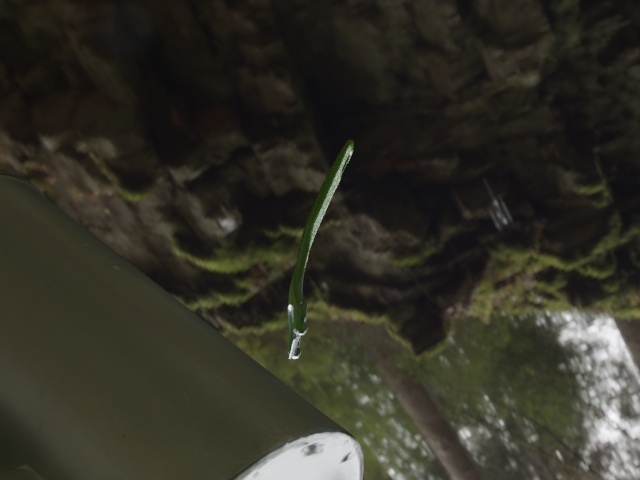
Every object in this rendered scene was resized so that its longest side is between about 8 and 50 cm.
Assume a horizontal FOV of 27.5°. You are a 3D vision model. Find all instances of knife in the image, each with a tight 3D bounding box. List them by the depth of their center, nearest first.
[{"bbox_3d":[-0.003,-0.001,0.936,0.022,0.078,0.166,16,-111,-5],"label":"knife"}]

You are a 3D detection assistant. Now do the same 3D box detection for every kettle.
[{"bbox_3d":[-0.172,0.121,0.797,0.265,0.205,0.318,-29,-126,-35],"label":"kettle"}]
